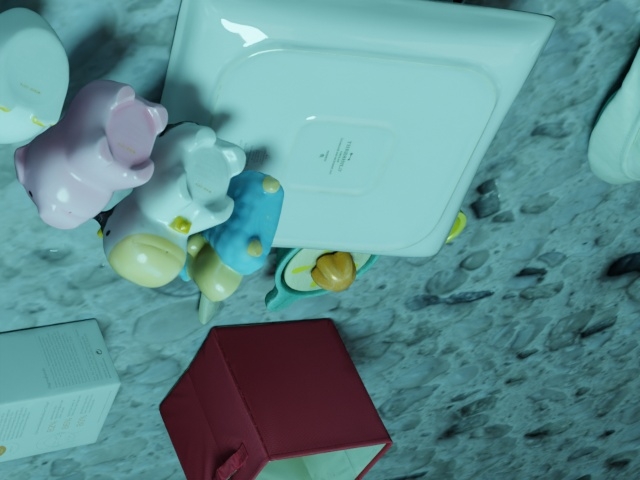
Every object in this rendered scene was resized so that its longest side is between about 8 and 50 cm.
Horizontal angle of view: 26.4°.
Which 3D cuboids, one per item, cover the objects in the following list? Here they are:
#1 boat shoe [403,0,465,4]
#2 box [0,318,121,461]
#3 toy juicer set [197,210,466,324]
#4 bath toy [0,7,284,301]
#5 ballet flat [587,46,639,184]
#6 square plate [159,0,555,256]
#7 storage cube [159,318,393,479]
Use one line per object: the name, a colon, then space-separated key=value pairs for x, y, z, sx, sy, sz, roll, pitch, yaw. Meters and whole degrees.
boat shoe: x=0.109 y=-0.216 z=1.282 sx=0.063 sy=0.066 sz=0.184 roll=-27 pitch=141 yaw=2
box: x=-0.326 y=0.170 z=1.508 sx=0.170 sy=0.091 sz=0.130 roll=-7 pitch=145 yaw=-31
toy juicer set: x=0.000 y=0.000 z=1.499 sx=0.329 sy=0.089 sz=0.209 roll=-25 pitch=150 yaw=-2
bath toy: x=-0.190 y=-0.066 z=1.164 sx=0.129 sy=0.151 sz=0.348 roll=5 pitch=158 yaw=43
ballet flat: x=0.403 y=-0.158 z=1.526 sx=0.139 sy=0.139 sz=0.400 roll=-15 pitch=149 yaw=-19
square plate: x=0.012 y=-0.093 z=1.310 sx=0.344 sy=0.049 sz=0.347 roll=3 pitch=139 yaw=-17
storage cube: x=-0.059 y=0.231 z=1.710 sx=0.215 sy=0.193 sz=0.184 roll=-3 pitch=143 yaw=-36
